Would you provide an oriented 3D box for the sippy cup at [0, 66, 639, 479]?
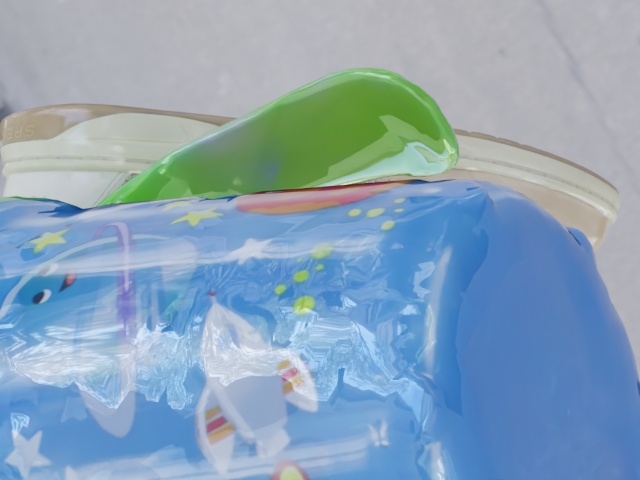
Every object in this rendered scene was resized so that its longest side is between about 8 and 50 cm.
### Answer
[{"bbox_3d":[-0.018,0.081,0.639,0.224,0.240,0.305,-13,79,31],"label":"sippy cup"}]

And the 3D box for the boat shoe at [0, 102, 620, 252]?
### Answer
[{"bbox_3d":[0.000,0.000,0.883,0.109,0.302,0.098,-12,75,63],"label":"boat shoe"}]
